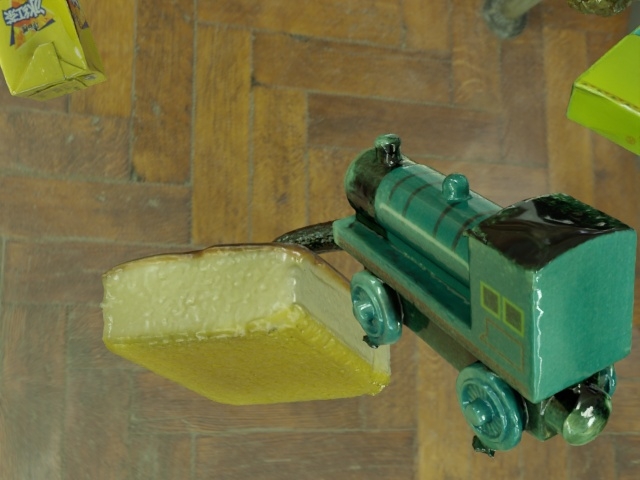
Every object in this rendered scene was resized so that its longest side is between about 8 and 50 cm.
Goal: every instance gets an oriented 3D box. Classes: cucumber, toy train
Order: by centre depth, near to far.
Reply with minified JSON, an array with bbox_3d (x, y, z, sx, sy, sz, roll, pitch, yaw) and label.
[{"bbox_3d":[0.114,0.027,0.715,0.120,0.298,0.194,-21,123,-21],"label":"toy train"},{"bbox_3d":[0.000,0.000,1.505,0.052,0.214,0.058,16,69,-53],"label":"cucumber"}]

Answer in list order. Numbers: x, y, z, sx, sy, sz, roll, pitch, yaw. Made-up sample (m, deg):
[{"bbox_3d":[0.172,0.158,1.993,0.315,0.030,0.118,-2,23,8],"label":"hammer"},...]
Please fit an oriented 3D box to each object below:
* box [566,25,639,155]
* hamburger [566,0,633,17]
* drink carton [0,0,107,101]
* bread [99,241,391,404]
[{"bbox_3d":[0.381,-0.159,0.781,0.187,0.047,0.335,35,58,26],"label":"box"},{"bbox_3d":[0.287,-0.327,0.912,0.189,0.122,0.215,41,67,-27],"label":"hamburger"},{"bbox_3d":[-0.394,-0.365,1.185,0.111,0.154,0.351,-20,97,-1],"label":"drink carton"},{"bbox_3d":[-0.095,0.126,1.295,0.333,0.323,0.143,44,43,-55],"label":"bread"}]
